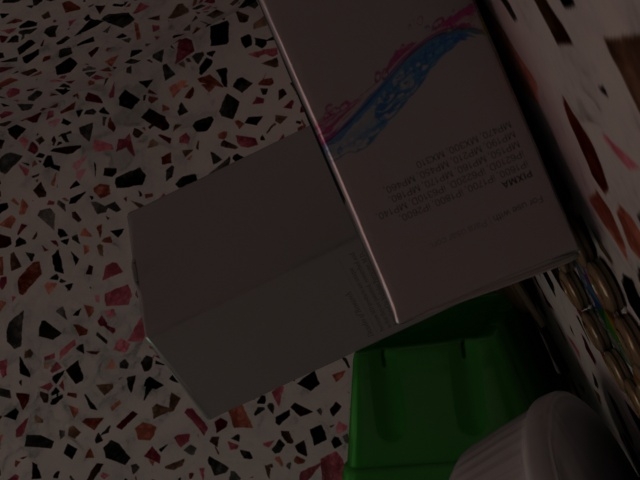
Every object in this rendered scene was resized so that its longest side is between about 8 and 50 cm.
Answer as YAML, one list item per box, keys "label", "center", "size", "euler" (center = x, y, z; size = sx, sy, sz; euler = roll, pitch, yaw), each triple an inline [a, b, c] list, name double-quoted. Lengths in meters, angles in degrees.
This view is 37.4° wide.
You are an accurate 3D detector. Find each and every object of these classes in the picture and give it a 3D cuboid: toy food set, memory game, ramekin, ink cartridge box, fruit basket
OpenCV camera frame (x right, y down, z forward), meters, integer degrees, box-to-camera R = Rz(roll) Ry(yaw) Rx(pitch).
- label: "toy food set"
  center: [0.226, 0.030, 1.134]
  size: [0.132, 0.038, 0.192]
  euler: [56, -179, -11]
- label: "memory game"
  center: [0.200, 0.052, 0.676]
  size: [0.186, 0.012, 0.186]
  euler: [64, -175, -11]
- label: "ramekin"
  center: [0.224, 0.285, 0.874]
  size: [0.273, 0.127, 0.273]
  euler: [44, -152, -31]
- label: "ink cartridge box"
  center: [0.050, -0.113, 0.677]
  size: [0.226, 0.131, 0.306]
  euler: [-41, -71, -86]
- label: "fruit basket"
  center: [0.206, 0.269, 1.196]
  size: [0.392, 0.283, 0.392]
  euler: [-9, -90, -71]

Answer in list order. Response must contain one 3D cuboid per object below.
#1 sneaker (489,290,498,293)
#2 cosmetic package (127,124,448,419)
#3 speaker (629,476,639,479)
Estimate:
- label: "sneaker"
  center: [0.234, 0.076, 1.429]
  size: [0.271, 0.108, 0.100]
  euler: [61, -176, -24]
- label: "cosmetic package"
  center: [0.000, 0.000, 1.011]
  size: [0.156, 0.385, 0.217]
  euler: [60, -173, -40]
- label: "speaker"
  center: [0.295, 0.272, 0.802]
  size: [0.136, 0.055, 0.055]
  euler: [66, -175, 12]
